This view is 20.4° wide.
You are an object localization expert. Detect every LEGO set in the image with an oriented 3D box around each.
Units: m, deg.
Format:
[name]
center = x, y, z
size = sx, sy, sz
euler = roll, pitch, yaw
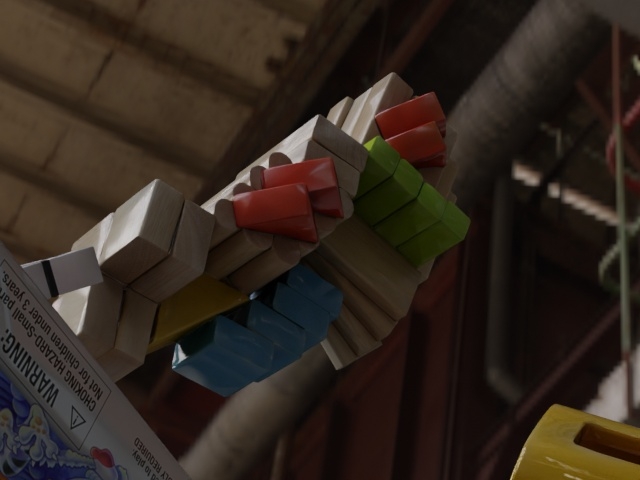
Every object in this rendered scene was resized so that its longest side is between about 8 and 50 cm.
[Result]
[LEGO set]
center = -0.215, 0.071, 0.913
size = 0.227, 0.093, 0.087
euler = -14, -86, 37

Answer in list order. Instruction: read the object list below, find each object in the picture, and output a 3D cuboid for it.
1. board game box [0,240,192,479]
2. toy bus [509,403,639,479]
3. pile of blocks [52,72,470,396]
[board game box]
center = -0.094, 0.190, 0.559
size = 0.078, 0.233, 0.347
euler = -9, -51, 34
[toy bus]
center = 0.154, 0.126, 0.626
size = 0.202, 0.191, 0.104
euler = 3, -73, -29
[pile of blocks]
center = 0.000, 0.000, 1.047
size = 0.112, 0.362, 0.149
euler = -34, -92, 42
